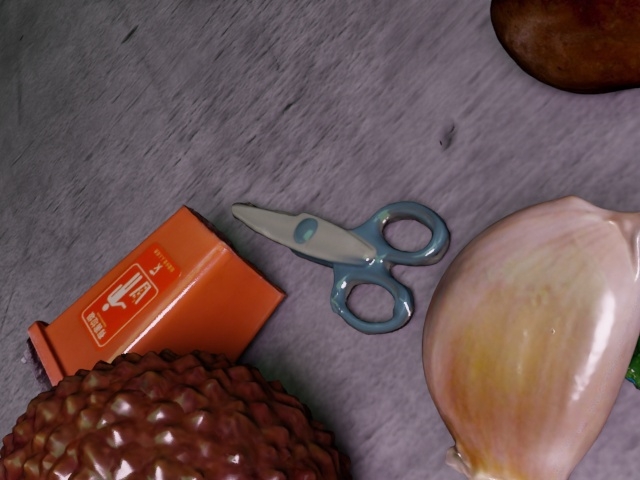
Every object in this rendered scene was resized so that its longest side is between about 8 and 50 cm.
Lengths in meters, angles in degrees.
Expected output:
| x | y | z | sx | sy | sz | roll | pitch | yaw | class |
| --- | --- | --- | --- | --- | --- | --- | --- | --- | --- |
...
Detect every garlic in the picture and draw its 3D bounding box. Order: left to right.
| x | y | z | sx | sy | sz | roll | pitch | yaw | class |
| --- | --- | --- | --- | --- | --- | --- | --- | --- | --- |
| 0.156 | 0.040 | 0.476 | 0.149 | 0.128 | 0.266 | 25 | 112 | 24 | garlic |

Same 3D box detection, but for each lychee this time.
| x | y | z | sx | sy | sz | roll | pitch | yaw | class |
| --- | --- | --- | --- | --- | --- | --- | --- | --- | --- |
| -0.110 | 0.226 | 0.527 | 0.276 | 0.304 | 0.275 | -39 | 8 | 7 | lychee |

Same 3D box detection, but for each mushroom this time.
| x | y | z | sx | sy | sz | roll | pitch | yaw | class |
| --- | --- | --- | --- | --- | --- | --- | --- | --- | --- |
| 0.275 | -0.226 | 0.570 | 0.227 | 0.148 | 0.217 | 12 | 56 | 34 | mushroom |

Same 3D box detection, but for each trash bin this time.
| x | y | z | sx | sy | sz | roll | pitch | yaw | class |
| --- | --- | --- | --- | --- | --- | --- | --- | --- | --- |
| -0.159 | 0.101 | 0.720 | 0.238 | 0.184 | 0.161 | -47 | 43 | -6 | trash bin |

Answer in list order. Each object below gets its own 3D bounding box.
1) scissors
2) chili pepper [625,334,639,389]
| x | y | z | sx | sy | sz | roll | pitch | yaw | class |
| --- | --- | --- | --- | --- | --- | --- | --- | --- | --- |
| 0.000 | 0.000 | 0.717 | 0.289 | 0.041 | 0.138 | 20 | 79 | 42 | scissors |
| 0.261 | 0.003 | 0.426 | 0.224 | 0.061 | 0.098 | -60 | 6 | 32 | chili pepper |
